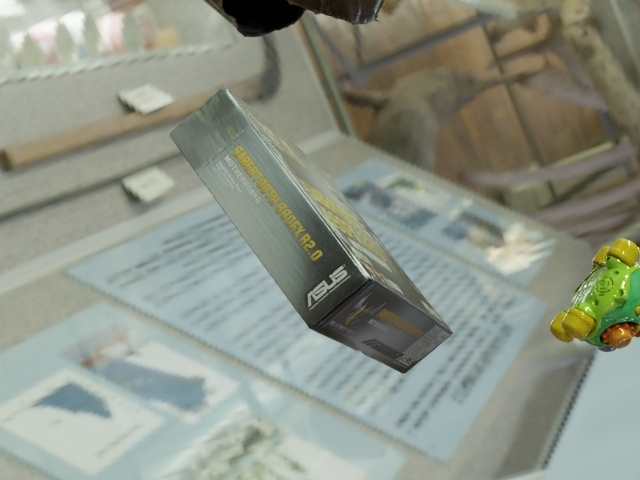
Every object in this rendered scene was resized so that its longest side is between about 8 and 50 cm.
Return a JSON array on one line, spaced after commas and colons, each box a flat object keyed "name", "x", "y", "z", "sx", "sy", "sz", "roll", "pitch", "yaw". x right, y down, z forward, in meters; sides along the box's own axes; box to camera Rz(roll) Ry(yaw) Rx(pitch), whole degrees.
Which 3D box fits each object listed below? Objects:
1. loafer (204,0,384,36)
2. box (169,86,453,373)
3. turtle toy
[{"name": "loafer", "x": -0.077, "y": -0.228, "z": 1.147, "sx": 0.134, "sy": 0.366, "sz": 0.130, "roll": -4, "pitch": 102, "yaw": -36}, {"name": "box", "x": 0.000, "y": 0.000, "z": 1.075, "sx": 0.183, "sy": 0.056, "sz": 0.231, "roll": 54, "pitch": 7, "yaw": 22}, {"name": "turtle toy", "x": 0.246, "y": 0.056, "z": 1.227, "sx": 0.066, "sy": 0.095, "sz": 0.130, "roll": 35, "pitch": -8, "yaw": 3}]
